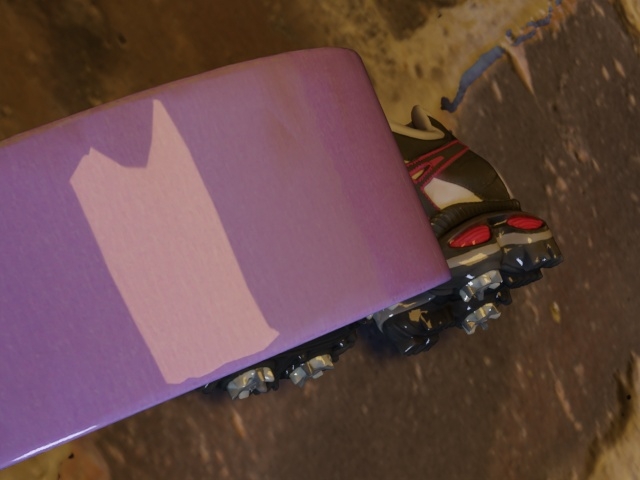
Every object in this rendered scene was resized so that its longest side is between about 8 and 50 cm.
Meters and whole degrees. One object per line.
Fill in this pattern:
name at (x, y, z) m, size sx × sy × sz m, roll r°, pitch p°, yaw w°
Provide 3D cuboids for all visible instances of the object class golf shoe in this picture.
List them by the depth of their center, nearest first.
golf shoe at (0.000, 0.000, 0.924) m, size 0.273 × 0.105 × 0.120 m, roll -9°, pitch 63°, yaw -53°

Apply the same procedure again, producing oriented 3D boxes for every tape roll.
tape roll at (-0.096, 0.026, 0.665) m, size 0.275 × 0.275 × 0.090 m, roll -19°, pitch 86°, yaw -48°
